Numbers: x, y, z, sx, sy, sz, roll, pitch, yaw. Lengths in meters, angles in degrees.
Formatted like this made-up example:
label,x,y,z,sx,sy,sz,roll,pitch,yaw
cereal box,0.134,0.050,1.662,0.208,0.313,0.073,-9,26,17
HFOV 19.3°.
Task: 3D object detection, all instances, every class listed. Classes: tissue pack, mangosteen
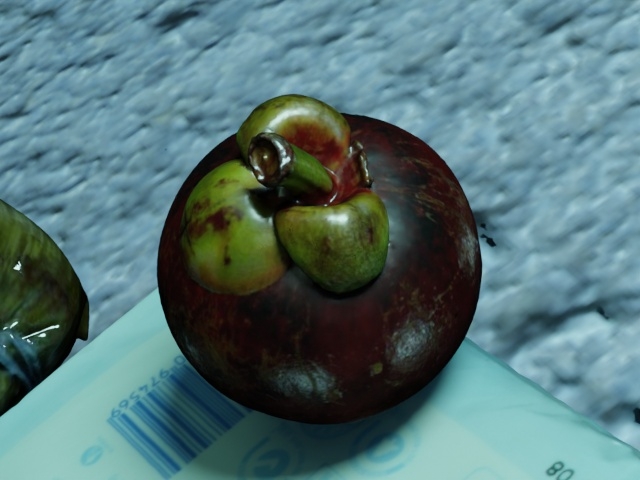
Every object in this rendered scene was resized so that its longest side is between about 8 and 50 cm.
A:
label,x,y,z,sx,sy,sz,roll,pitch,yaw
tissue pack,0.004,0.109,0.466,0.177,0.089,0.263,-41,38,-12
mangosteen,0.000,0.003,0.458,0.081,0.081,0.081,-21,36,16

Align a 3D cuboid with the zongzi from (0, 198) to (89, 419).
label,x,y,z,sx,sy,sz,roll,pitch,yaw
zongzi,-0.130,-0.004,0.658,0.221,0.112,0.242,-26,25,46
